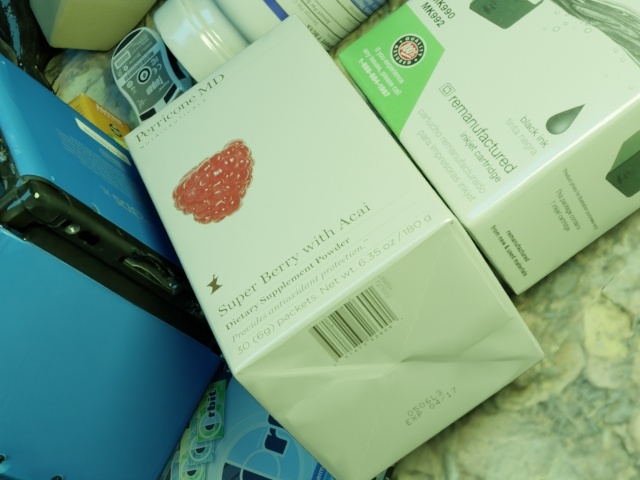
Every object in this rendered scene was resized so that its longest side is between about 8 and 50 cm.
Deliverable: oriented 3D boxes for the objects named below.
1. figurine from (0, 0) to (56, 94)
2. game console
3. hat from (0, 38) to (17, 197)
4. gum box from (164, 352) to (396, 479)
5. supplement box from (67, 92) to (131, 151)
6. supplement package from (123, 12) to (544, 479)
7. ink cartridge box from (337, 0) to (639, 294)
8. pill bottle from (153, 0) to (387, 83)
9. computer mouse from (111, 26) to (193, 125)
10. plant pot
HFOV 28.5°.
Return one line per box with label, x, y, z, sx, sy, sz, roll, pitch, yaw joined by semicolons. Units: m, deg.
figurine;-0.382;-0.179;1.410;0.215;0.092;0.209;-24;59;25
game console;-0.201;0.038;0.960;0.173;0.293;0.250;-36;56;9
hat;-0.296;-0.013;1.140;0.331;0.134;0.331;-19;64;46
gum box;-0.026;0.161;1.002;0.184;0.041;0.157;12;74;40
supplement box;-0.203;-0.035;1.208;0.080;0.078;0.233;-40;50;11
supplement package;0.000;0.000;0.942;0.177;0.175;0.293;-36;42;3
ink cartridge box;0.191;-0.136;0.932;0.289;0.121;0.211;-37;51;5
pill bottle;-0.015;-0.250;1.139;0.272;0.152;0.152;-39;50;13
computer mouse;-0.149;-0.136;1.249;0.106;0.042;0.193;-40;55;18
plant pot;-0.250;-0.262;1.334;0.109;0.109;0.096;59;135;31
